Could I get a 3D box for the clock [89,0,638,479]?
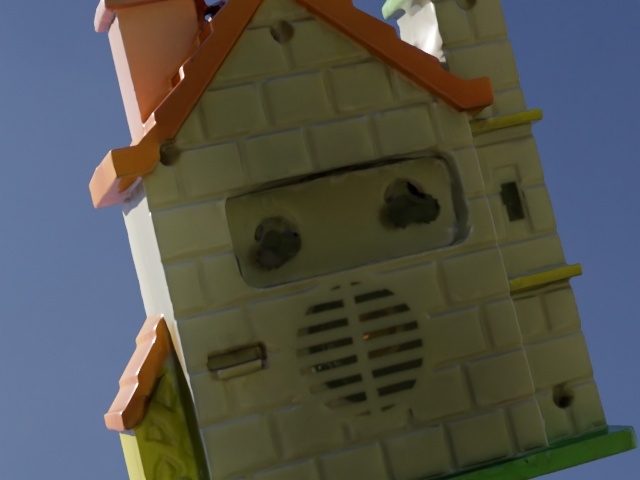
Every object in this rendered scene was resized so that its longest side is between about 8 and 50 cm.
[{"bbox_3d":[0.000,0.000,0.664,0.220,0.255,0.106,-12,-5,-16],"label":"clock"}]
